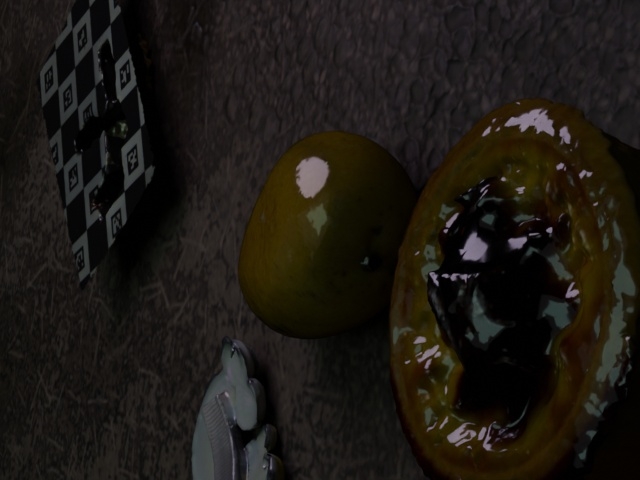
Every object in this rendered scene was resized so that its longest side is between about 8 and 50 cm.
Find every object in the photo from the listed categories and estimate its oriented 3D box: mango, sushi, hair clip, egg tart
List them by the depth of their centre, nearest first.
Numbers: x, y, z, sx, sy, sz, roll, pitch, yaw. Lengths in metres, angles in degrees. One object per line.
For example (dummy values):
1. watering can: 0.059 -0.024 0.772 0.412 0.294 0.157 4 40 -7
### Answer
1. egg tart: 0.139 0.039 0.918 0.215 0.170 0.215 -20 67 59
2. mango: 0.000 0.000 1.250 0.195 0.098 0.137 150 120 -63
3. hair clip: -0.073 0.170 1.386 0.116 0.049 0.172 -44 45 42
4. sushi: -0.193 -0.112 1.659 0.192 0.043 0.280 -55 40 40
